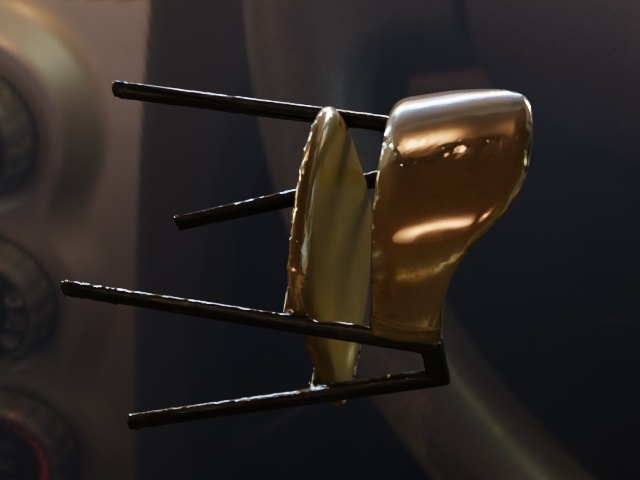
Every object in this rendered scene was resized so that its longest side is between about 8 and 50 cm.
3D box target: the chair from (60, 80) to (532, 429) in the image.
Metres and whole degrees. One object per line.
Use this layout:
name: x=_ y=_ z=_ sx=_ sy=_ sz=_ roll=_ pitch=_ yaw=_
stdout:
chair: x=0.000 y=0.000 z=0.872 sx=0.247 sy=0.172 sz=0.158 roll=0 pitch=52 yaw=12
